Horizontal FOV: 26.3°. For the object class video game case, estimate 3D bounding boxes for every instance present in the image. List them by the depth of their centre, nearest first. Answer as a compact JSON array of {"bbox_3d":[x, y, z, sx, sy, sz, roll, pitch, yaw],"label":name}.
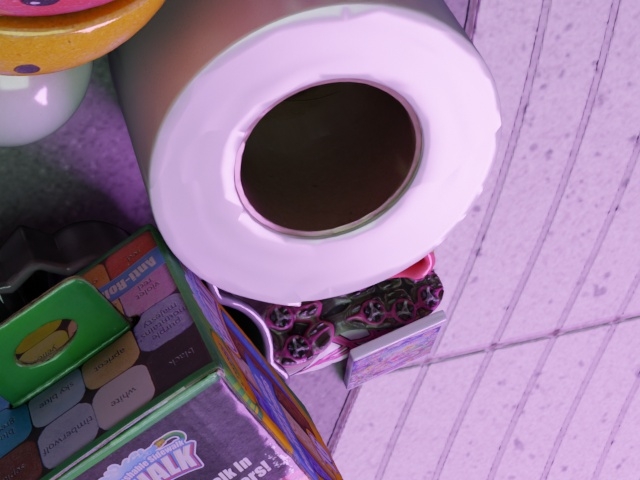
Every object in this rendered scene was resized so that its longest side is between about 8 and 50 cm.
[{"bbox_3d":[0.063,0.097,1.191,0.087,0.011,0.122,-23,164,-9],"label":"video game case"}]

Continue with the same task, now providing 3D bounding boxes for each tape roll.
[{"bbox_3d":[-0.016,-0.101,0.960,0.246,0.169,0.246,-11,132,-12],"label":"tape roll"}]

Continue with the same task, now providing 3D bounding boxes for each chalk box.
[{"bbox_3d":[-0.122,0.129,0.920,0.180,0.179,0.289,-34,126,1],"label":"chalk box"}]

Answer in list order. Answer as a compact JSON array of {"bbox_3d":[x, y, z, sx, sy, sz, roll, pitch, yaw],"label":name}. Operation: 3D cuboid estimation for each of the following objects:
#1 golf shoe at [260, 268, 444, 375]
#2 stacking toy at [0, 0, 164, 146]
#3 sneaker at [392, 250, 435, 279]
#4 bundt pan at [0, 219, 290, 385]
[{"bbox_3d":[0.017,0.066,1.174,0.186,0.067,0.086,-18,163,-22],"label":"golf shoe"},{"bbox_3d":[-0.164,-0.207,0.770,0.350,0.351,0.480,-10,151,-17],"label":"stacking toy"},{"bbox_3d":[0.000,0.000,1.097,0.208,0.094,0.081,-5,123,-19],"label":"sneaker"},{"bbox_3d":[-0.198,0.122,1.069,0.330,0.124,0.331,-12,125,-17],"label":"bundt pan"}]
